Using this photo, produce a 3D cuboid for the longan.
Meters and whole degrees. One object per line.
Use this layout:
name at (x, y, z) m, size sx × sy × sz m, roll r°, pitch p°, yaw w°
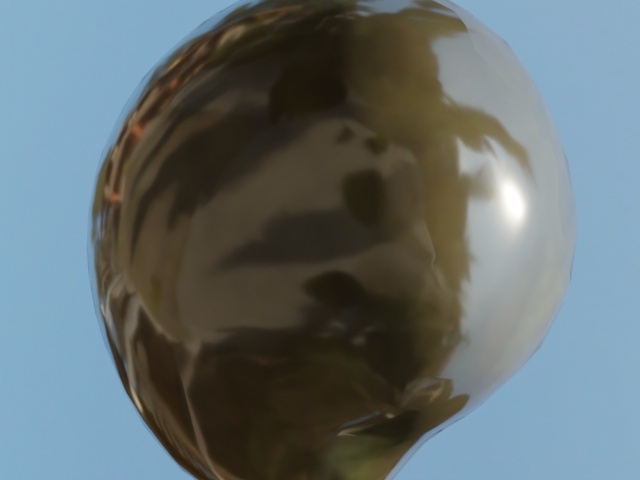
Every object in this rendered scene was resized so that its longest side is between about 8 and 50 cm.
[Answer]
longan at (0.000, 0.000, 0.930) m, size 0.404 × 0.336 × 0.404 m, roll -22°, pitch -117°, yaw 53°
